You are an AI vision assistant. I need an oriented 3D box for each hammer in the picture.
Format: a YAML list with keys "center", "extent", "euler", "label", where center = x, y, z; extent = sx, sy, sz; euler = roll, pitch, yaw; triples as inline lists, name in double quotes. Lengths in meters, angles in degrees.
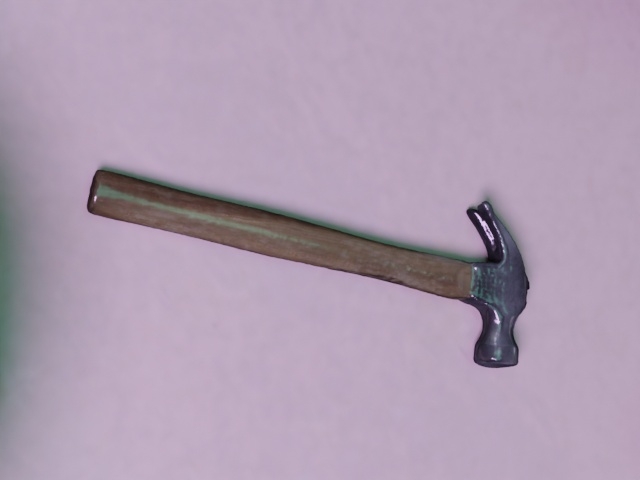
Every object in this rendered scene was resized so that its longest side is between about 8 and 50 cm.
- center: [0.000, 0.000, 0.619]
  extent: [0.182, 0.017, 0.062]
  euler: [15, 76, -22]
  label: "hammer"
